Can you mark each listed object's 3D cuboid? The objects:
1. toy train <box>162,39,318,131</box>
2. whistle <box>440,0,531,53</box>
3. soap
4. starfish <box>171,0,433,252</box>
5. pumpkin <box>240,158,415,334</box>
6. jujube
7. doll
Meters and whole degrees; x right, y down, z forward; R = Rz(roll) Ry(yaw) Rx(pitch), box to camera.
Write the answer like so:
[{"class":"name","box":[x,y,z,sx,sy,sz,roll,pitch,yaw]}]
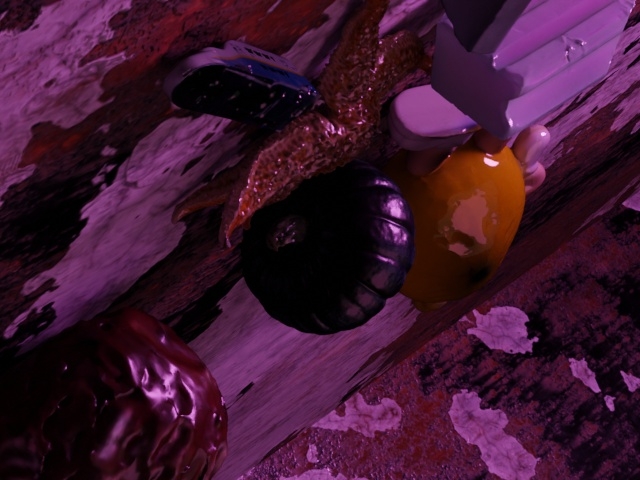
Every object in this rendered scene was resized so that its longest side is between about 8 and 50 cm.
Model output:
[{"class":"toy train","box":[-0.071,-0.126,1.215,0.052,0.051,0.234,-44,165,14]},{"class":"whistle","box":[0.236,-0.283,1.364,0.163,0.163,0.289,-32,166,-38]},{"class":"soap","box":[0.218,-0.212,1.542,0.230,0.145,0.091,-32,150,-28]},{"class":"starfish","box":[-0.012,-0.094,1.440,0.293,0.084,0.301,-43,173,3]},{"class":"pumpkin","box":[0.008,0.004,1.621,0.194,0.194,0.150,-37,132,-16]},{"class":"jujube","box":[-0.258,0.246,1.511,0.377,0.258,0.258,-44,168,7]},{"class":"doll","box":[0.138,-0.059,1.876,0.348,0.161,0.423,3,137,-42]}]
